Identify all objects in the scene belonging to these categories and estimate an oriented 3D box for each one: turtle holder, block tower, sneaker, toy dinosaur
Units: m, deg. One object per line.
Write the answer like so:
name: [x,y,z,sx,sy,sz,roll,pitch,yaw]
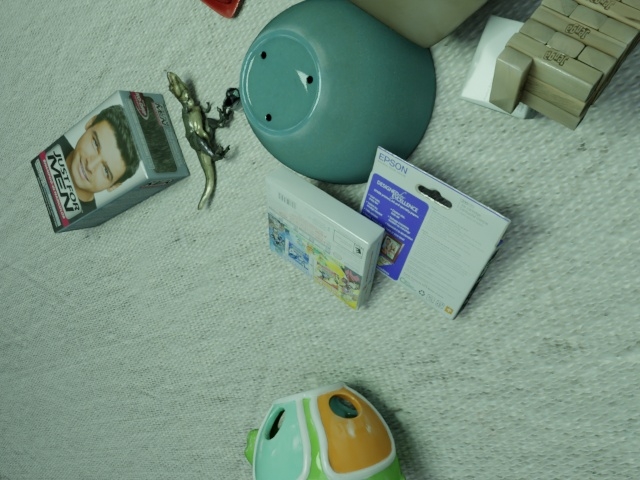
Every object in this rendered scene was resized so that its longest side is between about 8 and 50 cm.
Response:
turtle holder: [-0.001,0.376,0.824,0.320,0.244,0.227,120,137,-68]
block tower: [0.309,-0.266,0.470,0.097,0.091,0.335,39,89,20]
sneaker: [-0.137,-0.262,0.840,0.098,0.069,0.038,-38,80,32]
toy dinosaur: [-0.223,-0.198,0.916,0.118,0.064,0.268,-5,100,39]

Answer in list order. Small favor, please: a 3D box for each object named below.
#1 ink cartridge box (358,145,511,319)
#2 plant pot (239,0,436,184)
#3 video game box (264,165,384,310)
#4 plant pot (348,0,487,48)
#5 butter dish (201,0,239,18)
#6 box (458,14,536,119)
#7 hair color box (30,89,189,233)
ink cartridge box: [0.150,-0.012,0.692,0.206,0.045,0.208,35,138,22]
plant pot: [-0.004,-0.219,0.692,0.290,0.195,0.290,8,104,31]
video game box: [0.000,0.000,0.775,0.205,0.048,0.187,34,146,21]
plant pot: [0.097,-0.391,0.537,0.280,0.323,0.323,43,123,-14]
butter dish: [-0.201,-0.492,0.801,0.160,0.118,0.160,41,118,17]
box: [0.242,-0.213,0.595,0.087,0.102,0.101,26,114,22]
hair color box: [-0.476,-0.161,1.047,0.375,0.114,0.185,-20,90,33]
